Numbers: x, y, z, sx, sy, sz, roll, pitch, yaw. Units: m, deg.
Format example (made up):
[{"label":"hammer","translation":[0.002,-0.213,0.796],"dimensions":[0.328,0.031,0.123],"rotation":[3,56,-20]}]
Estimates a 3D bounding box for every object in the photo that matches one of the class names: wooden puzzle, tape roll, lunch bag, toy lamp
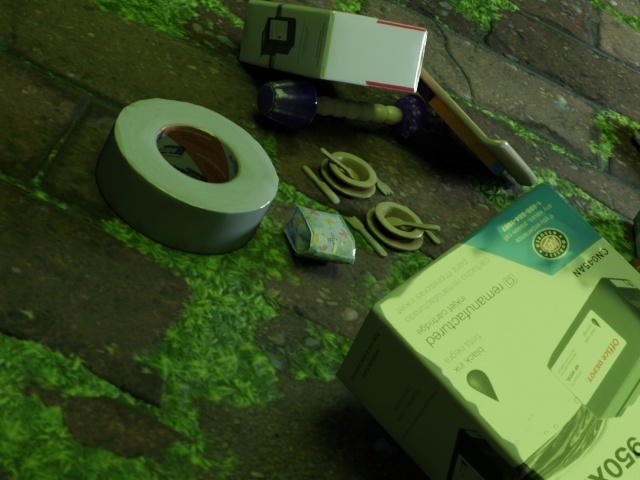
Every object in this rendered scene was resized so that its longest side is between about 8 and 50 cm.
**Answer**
[{"label":"wooden puzzle","translation":[0.217,-0.179,2.019],"dimensions":[0.238,0.044,0.221],"rotation":[46,6,26]},{"label":"tape roll","translation":[-0.165,-0.083,1.637],"dimensions":[0.219,0.072,0.219],"rotation":[20,35,-15]},{"label":"lunch bag","translation":[0.000,0.000,1.673],"dimensions":[0.071,0.053,0.083],"rotation":[11,28,-30]},{"label":"toy lamp","translation":[0.032,-0.193,1.930],"dimensions":[0.275,0.080,0.080],"rotation":[3,42,-35]}]

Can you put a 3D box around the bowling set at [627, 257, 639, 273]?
[{"label":"bowling set","translation":[0.417,0.133,1.696],"dimensions":[0.154,0.200,0.287],"rotation":[23,38,-12]}]

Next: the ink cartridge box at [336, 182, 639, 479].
[{"label":"ink cartridge box","translation":[0.261,0.175,1.385],"dimensions":[0.285,0.166,0.395],"rotation":[-34,72,-30]}]

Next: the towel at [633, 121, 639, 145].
[{"label":"towel","translation":[0.695,-0.111,2.357],"dimensions":[0.187,0.049,0.282],"rotation":[3,43,-33]}]

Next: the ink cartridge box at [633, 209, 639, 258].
[{"label":"ink cartridge box","translation":[0.602,0.042,2.017],"dimensions":[0.201,0.117,0.278],"rotation":[25,33,-7]}]

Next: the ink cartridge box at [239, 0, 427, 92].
[{"label":"ink cartridge box","translation":[0.014,-0.288,1.929],"dimensions":[0.172,0.100,0.237],"rotation":[4,11,-34]}]

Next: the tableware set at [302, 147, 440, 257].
[{"label":"tableware set","translation":[0.076,-0.062,1.823],"dimensions":[0.128,0.039,0.194],"rotation":[-12,52,-46]}]
